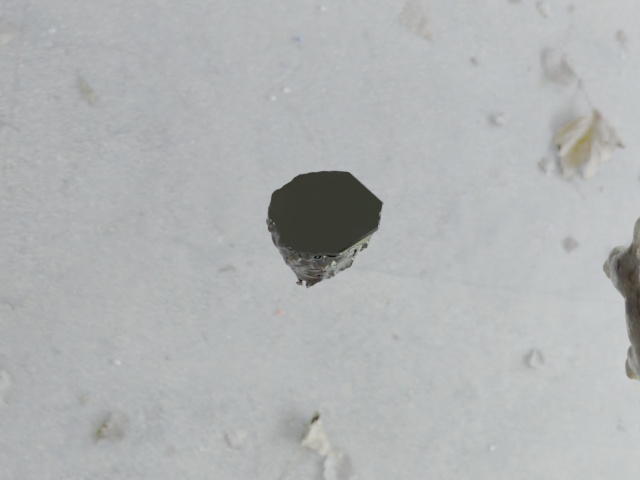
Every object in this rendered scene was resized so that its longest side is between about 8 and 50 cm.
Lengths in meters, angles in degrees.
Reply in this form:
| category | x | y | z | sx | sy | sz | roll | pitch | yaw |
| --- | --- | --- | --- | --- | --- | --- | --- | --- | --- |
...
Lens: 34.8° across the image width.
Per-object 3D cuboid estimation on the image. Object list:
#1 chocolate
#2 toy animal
| category | x | y | z | sx | sy | sz | roll | pitch | yaw |
| --- | --- | --- | --- | --- | --- | --- | --- | --- | --- |
| chocolate | 0.000 | 0.000 | 1.375 | 0.156 | 0.156 | 0.133 | -38 | 152 | -25 |
| toy animal | 0.355 | 0.093 | 1.015 | 0.169 | 0.121 | 0.233 | 15 | 63 | -70 |
